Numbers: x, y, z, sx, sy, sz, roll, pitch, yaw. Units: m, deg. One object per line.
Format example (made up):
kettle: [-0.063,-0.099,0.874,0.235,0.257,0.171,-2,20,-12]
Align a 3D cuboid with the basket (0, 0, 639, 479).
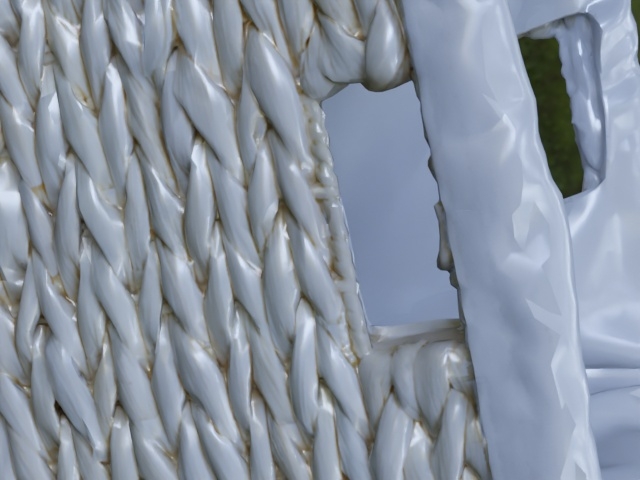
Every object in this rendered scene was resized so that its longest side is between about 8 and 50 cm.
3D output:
basket: [0.003,-0.025,0.663,0.331,0.266,0.328,-28,108,-68]
